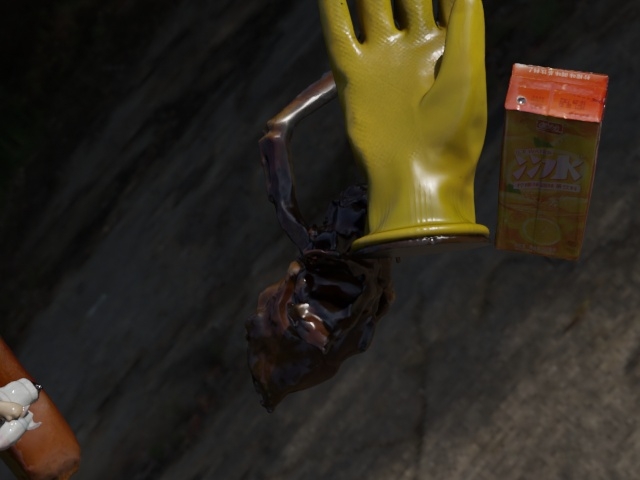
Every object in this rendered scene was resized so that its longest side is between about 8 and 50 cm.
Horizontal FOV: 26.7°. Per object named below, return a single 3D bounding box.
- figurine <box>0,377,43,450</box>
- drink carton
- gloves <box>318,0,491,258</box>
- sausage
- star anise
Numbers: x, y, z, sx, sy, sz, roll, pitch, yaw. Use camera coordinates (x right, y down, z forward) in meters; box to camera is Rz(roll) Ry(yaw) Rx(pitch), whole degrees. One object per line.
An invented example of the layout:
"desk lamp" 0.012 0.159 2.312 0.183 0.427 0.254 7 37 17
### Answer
"figurine" -0.368 0.197 1.304 0.229 0.112 0.137 -32 -4 -45
"drink carton" 0.233 -0.076 1.374 0.223 0.096 0.071 84 -162 -52
"gloves" 0.072 -0.136 1.158 0.116 0.133 0.294 110 155 -84
"sausage" -0.397 0.173 1.620 0.083 0.300 0.089 -24 14 43
"star anise" 0.011 -0.002 1.314 0.237 0.148 0.346 43 -130 -76
